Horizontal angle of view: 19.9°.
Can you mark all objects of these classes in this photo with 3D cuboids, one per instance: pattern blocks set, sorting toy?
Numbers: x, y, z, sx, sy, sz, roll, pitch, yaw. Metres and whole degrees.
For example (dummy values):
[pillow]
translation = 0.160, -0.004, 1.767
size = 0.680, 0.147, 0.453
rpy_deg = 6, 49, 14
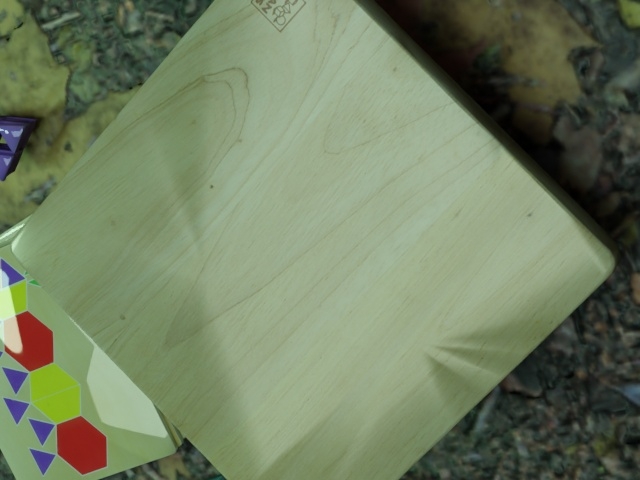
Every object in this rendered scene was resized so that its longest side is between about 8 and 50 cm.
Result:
[pattern blocks set]
translation = -0.177, 0.073, 1.205
size = 0.285, 0.026, 0.324
rpy_deg = -12, 102, 29
[sorting toy]
translation = 0.000, 0.000, 1.042
size = 0.255, 0.089, 0.257
rpy_deg = 46, 112, 5
